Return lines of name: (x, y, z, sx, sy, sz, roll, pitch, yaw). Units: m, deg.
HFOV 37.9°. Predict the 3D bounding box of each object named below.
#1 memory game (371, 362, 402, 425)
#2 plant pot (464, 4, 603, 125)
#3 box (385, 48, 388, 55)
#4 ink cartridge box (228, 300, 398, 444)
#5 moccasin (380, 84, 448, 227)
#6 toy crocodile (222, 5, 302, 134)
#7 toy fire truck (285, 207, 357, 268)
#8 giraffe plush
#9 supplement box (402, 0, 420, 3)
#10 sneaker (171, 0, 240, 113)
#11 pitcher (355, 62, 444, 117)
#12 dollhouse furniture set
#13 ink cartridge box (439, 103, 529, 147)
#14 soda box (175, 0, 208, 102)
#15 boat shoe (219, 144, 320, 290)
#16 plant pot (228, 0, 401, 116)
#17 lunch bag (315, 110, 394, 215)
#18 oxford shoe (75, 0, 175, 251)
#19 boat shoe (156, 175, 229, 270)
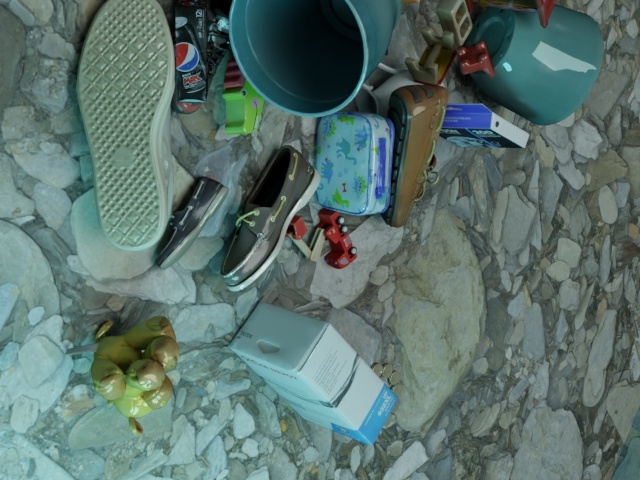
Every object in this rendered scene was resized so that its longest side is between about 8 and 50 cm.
memory game: (0.135, 0.389, 2.290, 0.186, 0.012, 0.186, -12, 109, -41)
plant pot: (0.496, -0.452, 2.262, 0.235, 0.293, 0.293, 15, 89, -30)
box: (0.085, -0.460, 2.032, 0.162, 0.029, 0.116, -12, 107, -40)
ink cartridge box: (-0.012, 0.281, 1.975, 0.129, 0.223, 0.307, -56, 131, -20)
moccasin: (0.202, -0.182, 2.059, 0.147, 0.139, 0.380, -11, 132, -20)
toy crocodile: (-0.126, -0.368, 1.793, 0.105, 0.115, 0.341, 19, 84, -43)
toy fire truck: (0.000, 0.000, 2.045, 0.135, 0.047, 0.192, -42, 126, -29)
giraffe plush: (-0.338, 0.257, 1.693, 0.181, 0.210, 0.170, -63, 144, -48)
supplement box: (0.134, -0.605, 2.013, 0.233, 0.080, 0.078, 29, 77, -41)
sneaker: (-0.211, -0.364, 1.698, 0.097, 0.135, 0.276, 10, 94, -46)
pitcher: (0.170, -0.338, 2.091, 0.207, 0.125, 0.178, -19, 98, -28)
dollhouse furniture set: (0.368, -0.477, 2.060, 0.374, 0.201, 0.152, -62, 150, -16)
ink cartridge box: (0.353, -0.271, 2.211, 0.208, 0.206, 0.045, 22, 80, -43)
soda box: (-0.224, -0.329, 1.627, 0.053, 0.060, 0.169, 1, 115, -4)
boat shoe: (-0.116, -0.048, 1.880, 0.097, 0.116, 0.324, 48, 62, -34)
plant pot: (0.016, -0.397, 1.679, 0.255, 0.271, 0.272, -47, 130, -48)
lunch bag: (0.074, -0.165, 1.988, 0.090, 0.176, 0.219, -8, 105, -42)
oxford shoe: (-0.331, -0.207, 1.635, 0.169, 0.130, 0.449, -2, 94, 1)
boat shoe: (-0.259, -0.035, 1.795, 0.065, 0.075, 0.206, 36, 76, 2)
